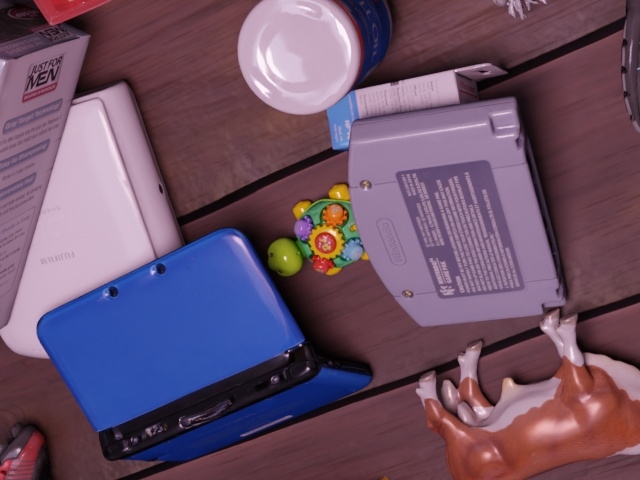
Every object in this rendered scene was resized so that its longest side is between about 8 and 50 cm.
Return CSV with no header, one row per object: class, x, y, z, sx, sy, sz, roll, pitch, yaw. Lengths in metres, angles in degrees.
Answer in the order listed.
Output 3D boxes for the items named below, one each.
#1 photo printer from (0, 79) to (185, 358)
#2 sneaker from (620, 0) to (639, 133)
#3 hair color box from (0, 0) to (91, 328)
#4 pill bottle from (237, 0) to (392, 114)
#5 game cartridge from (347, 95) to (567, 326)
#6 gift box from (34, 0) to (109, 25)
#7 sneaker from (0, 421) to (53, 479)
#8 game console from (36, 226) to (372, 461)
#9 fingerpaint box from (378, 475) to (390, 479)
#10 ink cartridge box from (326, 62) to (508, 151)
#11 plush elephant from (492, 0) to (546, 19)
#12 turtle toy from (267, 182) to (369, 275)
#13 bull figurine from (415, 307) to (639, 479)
photo printer,-0.293,-0.009,1.636,0.256,0.107,0.307,-12,105,19
sneaker,0.352,-0.233,1.385,0.106,0.101,0.267,2,109,12
hair color box,-0.380,-0.057,1.484,0.113,0.185,0.374,25,112,9
pill bottle,0.005,-0.211,1.421,0.124,0.221,0.124,5,110,14
game cartridge,0.140,-0.024,1.475,0.198,0.062,0.297,-4,136,19
gift box,-0.210,-0.381,1.412,0.255,0.258,0.276,-14,124,18
sneaker,-0.369,0.361,1.791,0.135,0.097,0.276,17,114,10
game console,-0.130,0.130,1.612,0.293,0.250,0.173,-24,71,22
fingerpaint box,-0.079,0.514,1.603,0.163,0.371,0.445,44,116,19
ink cartridge box,0.107,-0.138,1.476,0.180,0.104,0.060,-9,88,19
plush elephant,0.137,-0.354,1.304,0.330,0.272,0.255,29,155,-12
turtle toy,0.000,0.000,1.580,0.130,0.066,0.095,-24,100,22
bull figurine,0.263,0.182,1.553,0.310,0.101,0.188,-26,96,20
